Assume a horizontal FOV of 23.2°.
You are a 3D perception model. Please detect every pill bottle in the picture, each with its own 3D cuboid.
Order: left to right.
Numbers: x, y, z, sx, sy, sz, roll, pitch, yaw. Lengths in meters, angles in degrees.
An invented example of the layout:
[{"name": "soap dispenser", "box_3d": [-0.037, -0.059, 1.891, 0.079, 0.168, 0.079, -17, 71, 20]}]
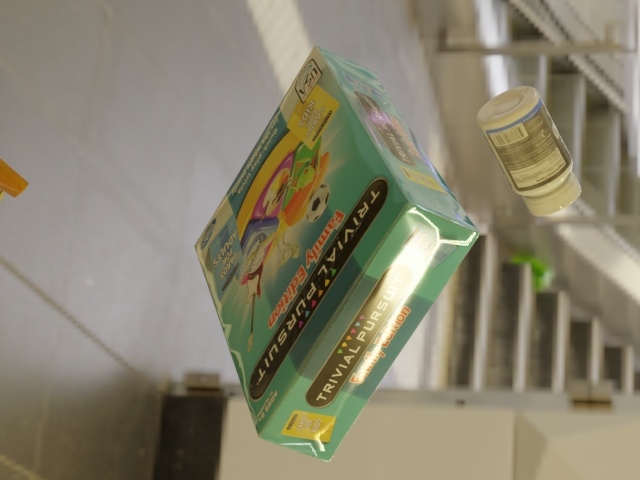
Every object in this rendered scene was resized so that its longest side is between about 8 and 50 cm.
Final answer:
[{"name": "pill bottle", "box_3d": [0.240, -0.100, 1.780, 0.137, 0.078, 0.078, 59, 28, -23]}]

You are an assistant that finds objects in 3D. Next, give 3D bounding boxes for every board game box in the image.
[{"name": "board game box", "box_3d": [0.000, 0.000, 1.450, 0.254, 0.079, 0.336, -58, -153, 19]}]

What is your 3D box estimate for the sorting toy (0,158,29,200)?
[{"name": "sorting toy", "box_3d": [-0.572, -0.162, 2.272, 0.307, 0.229, 0.041, 43, 52, -18]}]
